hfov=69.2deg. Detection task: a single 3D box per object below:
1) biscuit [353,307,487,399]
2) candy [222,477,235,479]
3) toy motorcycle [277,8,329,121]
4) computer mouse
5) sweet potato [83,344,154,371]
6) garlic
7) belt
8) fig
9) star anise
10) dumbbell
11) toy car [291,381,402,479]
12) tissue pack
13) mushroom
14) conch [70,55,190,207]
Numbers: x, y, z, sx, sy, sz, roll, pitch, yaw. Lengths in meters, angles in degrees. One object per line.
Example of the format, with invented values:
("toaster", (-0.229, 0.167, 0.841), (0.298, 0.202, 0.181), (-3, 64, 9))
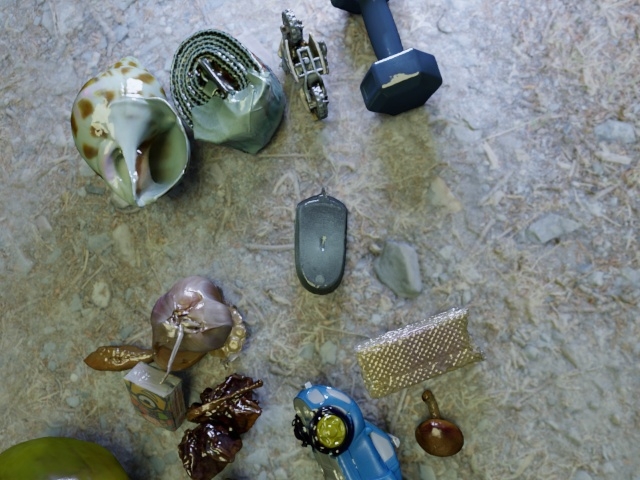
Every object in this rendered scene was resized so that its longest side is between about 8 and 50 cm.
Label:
("biscuit", (0.188, 0.215, 0.892), (0.239, 0.062, 0.108), (-20, 94, -1))
("candy", (-0.177, 0.592, 0.881), (0.118, 0.260, 0.259), (-35, 80, 10))
("toy motorcycle", (-0.033, -0.364, 0.987), (0.094, 0.130, 0.229), (-21, 96, -10))
("computer mouse", (-0.001, 0.003, 0.973), (0.113, 0.068, 0.228), (4, 76, -5))
("sweet potato", (-0.455, 0.269, 1.066), (0.206, 0.060, 0.068), (-5, 124, 3))
("garlic", (-0.246, 0.204, 0.954), (0.207, 0.256, 0.207), (-7, 118, -14))
("belt", (-0.199, -0.313, 0.995), (0.207, 0.150, 0.257), (-41, 78, 16))
("fig", (-0.569, 0.561, 0.953), (0.344, 0.343, 0.343), (-1, 86, 13))
("star anise", (-0.219, 0.373, 0.953), (0.126, 0.190, 0.220), (31, 66, -18))
("dumbbell", (0.123, -0.421, 0.931), (0.144, 0.160, 0.324), (-25, 79, 42))
("toy car", (0.063, 0.405, 0.883), (0.166, 0.198, 0.314), (-22, 77, -23))
("tissue pack", (-0.350, 0.337, 1.000), (0.109, 0.060, 0.148), (19, 132, 15))
("mushroom", (0.219, 0.360, 0.899), (0.088, 0.073, 0.129), (-32, 76, 40))
("conch", (-0.404, -0.249, 1.014), (0.250, 0.197, 0.367), (-5, 92, 0))
